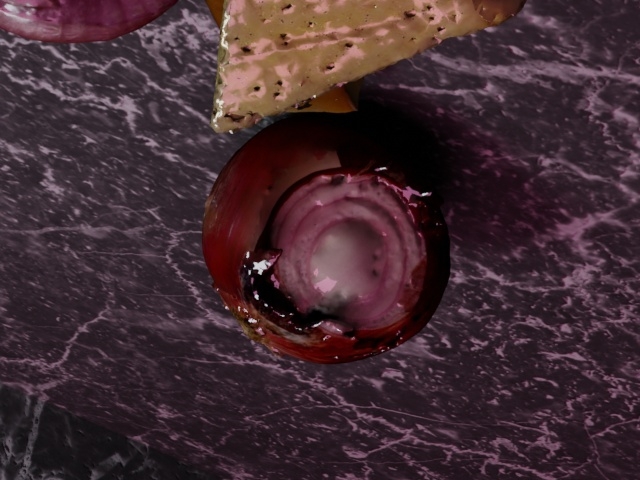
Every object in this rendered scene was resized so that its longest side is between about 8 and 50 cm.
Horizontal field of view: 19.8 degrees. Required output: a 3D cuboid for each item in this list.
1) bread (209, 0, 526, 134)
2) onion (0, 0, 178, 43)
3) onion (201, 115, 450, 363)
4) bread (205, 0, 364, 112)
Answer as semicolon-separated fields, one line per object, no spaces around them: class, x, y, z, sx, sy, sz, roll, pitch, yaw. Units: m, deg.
bread;0.039;-0.246;1.935;0.315;0.248;0.279;15;128;-9
onion;-0.261;-0.384;1.905;0.347;0.348;0.285;23;-168;-13
onion;-0.002;0.008;2.408;0.341;0.341;0.341;12;151;7
bread;-0.057;-0.282;2.162;0.138;0.077;0.361;5;150;21
